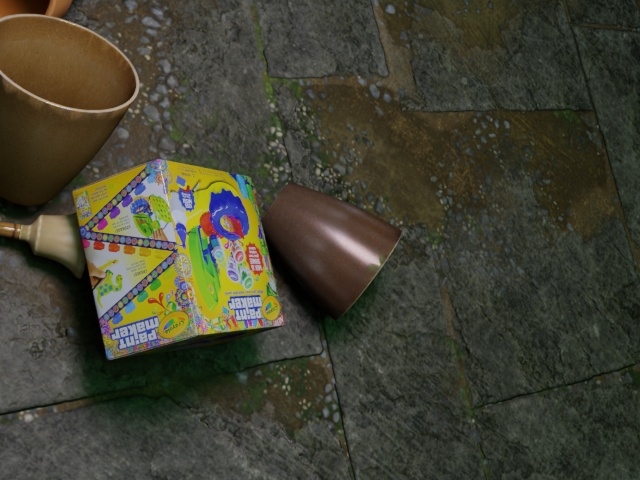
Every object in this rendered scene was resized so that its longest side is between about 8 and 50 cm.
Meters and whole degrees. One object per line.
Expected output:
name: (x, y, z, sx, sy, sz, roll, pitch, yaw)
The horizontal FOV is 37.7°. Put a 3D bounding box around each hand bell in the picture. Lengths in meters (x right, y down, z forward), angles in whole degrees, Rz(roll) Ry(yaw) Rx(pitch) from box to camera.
hand bell: (-0.501, -0.016, 1.517, 0.242, 0.126, 0.126, 9, 70, -19)

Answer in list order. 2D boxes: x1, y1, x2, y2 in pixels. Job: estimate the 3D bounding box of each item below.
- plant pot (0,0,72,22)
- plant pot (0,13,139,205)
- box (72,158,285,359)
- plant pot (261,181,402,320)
plant pot: (-0.494, -0.499, 1.565, 0.291, 0.291, 0.203, 53, 38, -9)
plant pot: (-0.440, -0.185, 1.486, 0.237, 0.254, 0.237, 20, 37, -16)
box: (-0.227, 0.035, 1.553, 0.290, 0.177, 0.279, 3, 72, -65)
plant pot: (0.000, 0.000, 1.788, 0.230, 0.215, 0.215, 36, 57, -2)
